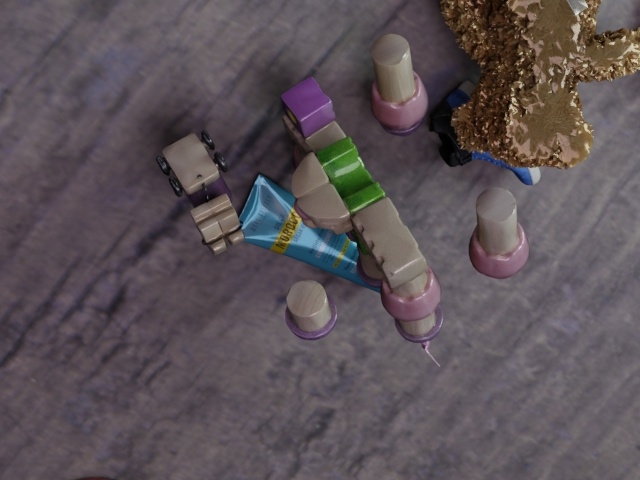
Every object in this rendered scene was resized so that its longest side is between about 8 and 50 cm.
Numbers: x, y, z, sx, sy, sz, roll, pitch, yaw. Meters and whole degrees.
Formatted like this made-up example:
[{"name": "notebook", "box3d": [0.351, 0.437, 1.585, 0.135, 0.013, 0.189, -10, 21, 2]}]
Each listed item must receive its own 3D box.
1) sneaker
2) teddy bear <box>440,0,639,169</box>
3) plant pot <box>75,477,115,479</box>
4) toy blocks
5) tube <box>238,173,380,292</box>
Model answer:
[{"name": "sneaker", "box3d": [0.186, -0.104, 2.072, 0.084, 0.058, 0.152, -42, 114, -6]}, {"name": "teddy bear", "box3d": [0.248, -0.249, 1.995, 0.245, 0.113, 0.338, -10, 97, -10]}, {"name": "plant pot", "box3d": [-0.256, 0.398, 2.062, 0.191, 0.174, 0.191, -8, 115, -17]}, {"name": "toy blocks", "box3d": [0.034, -0.012, 1.952, 0.309, 0.288, 0.260, -29, 156, -6]}, {"name": "tube", "box3d": [0.000, 0.000, 2.063, 0.207, 0.052, 0.080, 25, 90, -20]}]
